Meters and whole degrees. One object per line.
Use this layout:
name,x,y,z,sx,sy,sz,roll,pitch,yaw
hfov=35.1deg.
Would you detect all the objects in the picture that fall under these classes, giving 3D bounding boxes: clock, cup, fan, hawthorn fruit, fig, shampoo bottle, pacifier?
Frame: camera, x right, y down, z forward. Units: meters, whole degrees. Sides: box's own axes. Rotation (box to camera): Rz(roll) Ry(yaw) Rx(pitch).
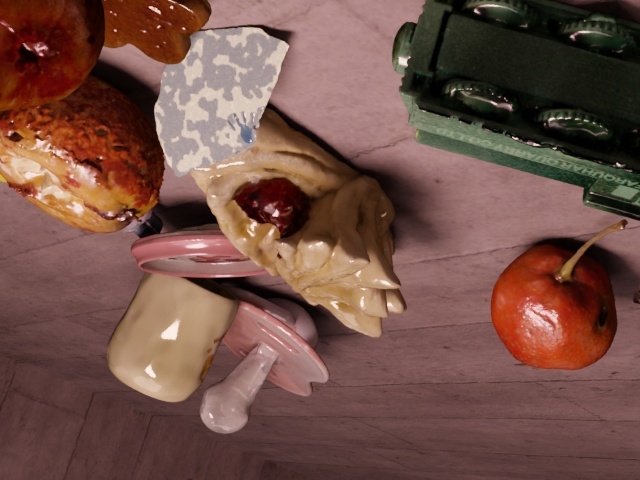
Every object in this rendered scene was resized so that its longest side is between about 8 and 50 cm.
clock,-0.165,0.015,1.540,0.244,0.056,0.244,-1,170,0
cup,-0.275,0.140,1.737,0.173,0.202,0.255,26,-177,-42
fan,-0.113,-0.152,1.083,0.131,0.009,0.240,48,132,-1
hawthorn fruit,0.302,0.054,1.258,0.165,0.165,0.285,12,149,10
fig,-0.337,-0.210,0.933,0.290,0.191,0.190,8,159,38
shampoo bottle,-0.297,-0.067,1.461,0.072,0.072,0.214,5,155,26
pacifier,-0.108,0.215,1.851,0.220,0.273,0.332,3,162,-12

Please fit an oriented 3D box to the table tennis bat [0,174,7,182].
table tennis bat,-0.457,-0.149,1.249,0.054,0.224,0.369,-29,165,0

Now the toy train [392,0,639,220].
toy train,0.219,-0.111,0.899,0.330,0.138,0.178,16,163,3

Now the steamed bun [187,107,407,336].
steamed bun,0.000,0.000,1.277,0.247,0.189,0.428,-2,154,21

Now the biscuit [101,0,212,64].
biscuit,-0.190,-0.251,0.961,0.180,0.039,0.236,19,159,6

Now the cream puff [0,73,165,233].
cream puff,-0.294,-0.112,1.219,0.240,0.164,0.240,21,148,14

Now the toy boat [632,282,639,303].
toy boat,0.554,0.040,1.066,0.445,0.136,0.162,12,163,-2
